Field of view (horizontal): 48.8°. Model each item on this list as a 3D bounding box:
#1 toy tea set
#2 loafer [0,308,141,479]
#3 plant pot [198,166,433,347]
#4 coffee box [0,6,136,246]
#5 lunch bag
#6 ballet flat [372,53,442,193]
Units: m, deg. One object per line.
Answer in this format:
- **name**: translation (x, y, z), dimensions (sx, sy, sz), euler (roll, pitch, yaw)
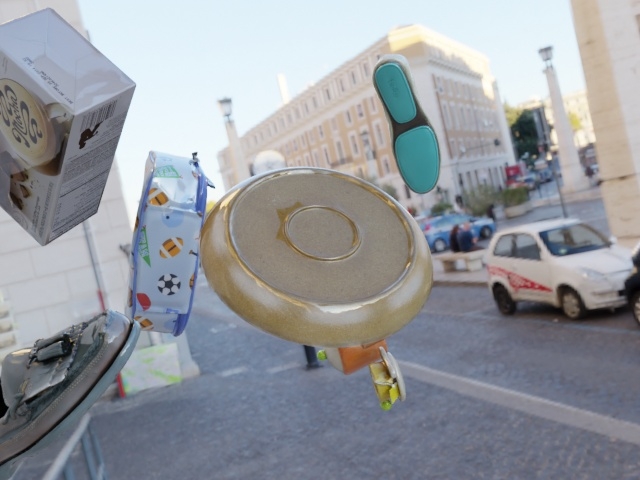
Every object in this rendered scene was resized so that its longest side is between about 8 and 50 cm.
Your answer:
- **toy tea set**: translation (0.040, 0.127, 1.197), dimensions (0.124, 0.336, 0.200), euler (-17, 23, -4)
- **loafer**: translation (-0.274, 0.145, 0.642), dimensions (0.267, 0.084, 0.096), euler (-41, 22, 21)
- **plant pot**: translation (0.000, 0.000, 0.693), dimensions (0.236, 0.236, 0.032), euler (-14, -40, -25)
- **coffee box**: translation (-0.392, -0.152, 1.012), dimensions (0.119, 0.168, 0.297), euler (-43, -7, -43)
- **lunch bag**: translation (-0.264, -0.007, 1.203), dimensions (0.114, 0.304, 0.243), euler (10, 12, -16)
- **ballet flat**: translation (0.153, -0.204, 1.223), dimensions (0.086, 0.249, 0.086), euler (-16, 21, 6)
